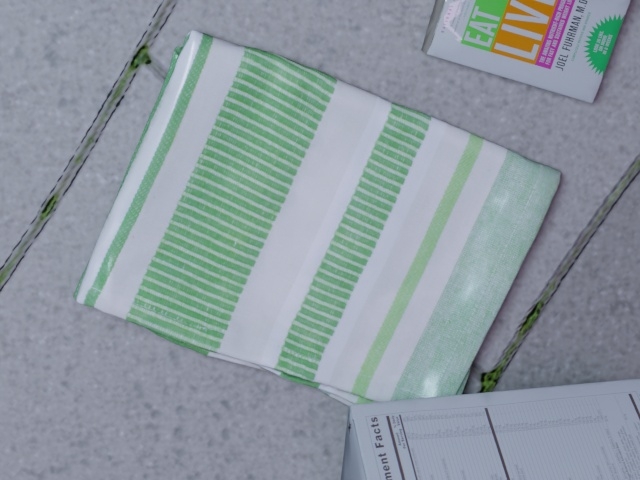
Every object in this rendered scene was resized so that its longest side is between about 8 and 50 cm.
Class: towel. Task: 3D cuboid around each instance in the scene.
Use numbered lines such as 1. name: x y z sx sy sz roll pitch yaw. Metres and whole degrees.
1. towel: 0.000 0.000 1.090 0.325 0.038 0.248 22 98 -14

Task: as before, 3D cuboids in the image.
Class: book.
1. book: 0.161 -0.173 1.082 0.144 0.035 0.096 13 105 -14

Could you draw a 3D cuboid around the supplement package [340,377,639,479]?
1. supplement package: 0.147 0.210 1.094 0.244 0.139 0.134 -4 133 -8
